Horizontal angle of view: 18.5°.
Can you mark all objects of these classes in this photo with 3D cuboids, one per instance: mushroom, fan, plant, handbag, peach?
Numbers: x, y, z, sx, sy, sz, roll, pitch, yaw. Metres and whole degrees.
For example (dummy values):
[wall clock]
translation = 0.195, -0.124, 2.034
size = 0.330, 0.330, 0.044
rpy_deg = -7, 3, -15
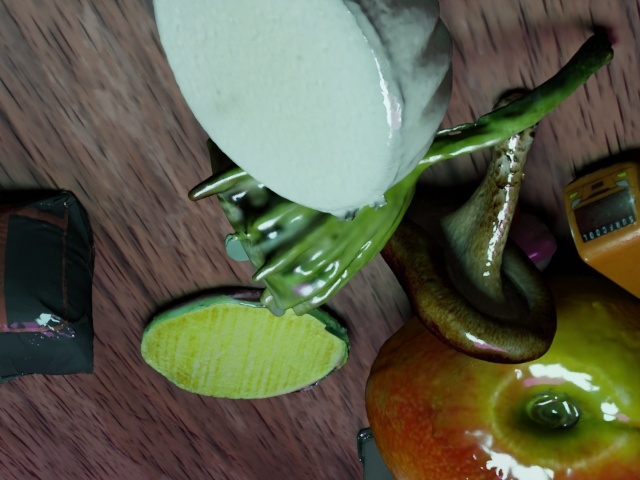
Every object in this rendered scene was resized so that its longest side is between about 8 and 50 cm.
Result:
[mushroom]
translation = 0.151, -0.022, 1.752
size = 0.148, 0.227, 0.217
rpy_deg = -8, 136, -37
[fan]
translation = 0.000, 0.000, 1.940
size = 0.193, 0.016, 0.038
rpy_deg = -6, 147, 12
[plant]
translation = 0.050, -0.086, 1.622
size = 0.333, 0.251, 0.180
rpy_deg = -36, 103, 31
[handbag]
translation = -0.320, 0.047, 1.883
size = 0.215, 0.169, 0.155
rpy_deg = -6, 146, 7
[peach]
translation = 0.219, 0.182, 1.963
size = 0.373, 0.289, 0.372
rpy_deg = -4, 167, -1

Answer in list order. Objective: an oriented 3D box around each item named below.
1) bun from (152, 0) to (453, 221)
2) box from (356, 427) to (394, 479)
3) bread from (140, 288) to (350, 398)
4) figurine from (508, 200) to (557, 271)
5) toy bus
[bun]
translation = 0.013, -0.167, 1.498
size = 0.263, 0.175, 0.263
rpy_deg = 31, 142, 28
[box]
translation = 0.185, 0.320, 2.351
size = 0.188, 0.153, 0.252
rpy_deg = -17, 144, 26
[bread]
translation = -0.081, 0.110, 2.116
size = 0.229, 0.033, 0.228
rpy_deg = -1, 151, 0
[figurine]
translation = 0.187, 0.005, 1.893
size = 0.071, 0.067, 0.083
rpy_deg = 32, 158, -11
[toy bus]
translation = 0.383, 0.039, 1.918
size = 0.093, 0.092, 0.409
rpy_deg = -25, 142, 33
